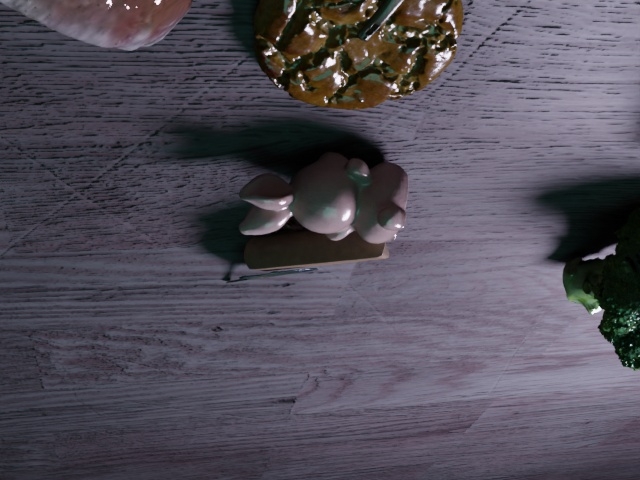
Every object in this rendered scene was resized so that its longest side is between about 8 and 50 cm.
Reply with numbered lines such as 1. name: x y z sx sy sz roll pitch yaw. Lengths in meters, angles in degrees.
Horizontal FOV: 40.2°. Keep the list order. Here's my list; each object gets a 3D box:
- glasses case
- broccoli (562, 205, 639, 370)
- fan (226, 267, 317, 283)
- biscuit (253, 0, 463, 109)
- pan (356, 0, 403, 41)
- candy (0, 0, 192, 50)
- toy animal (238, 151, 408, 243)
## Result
1. glasses case: 0.000 0.000 1.215 0.194 0.070 0.102 -6 175 12
2. broccoli: 0.500 0.070 1.350 0.270 0.269 0.270 18 172 -39
3. fan: -0.083 0.052 1.284 0.113 0.005 0.175 -3 173 -44
4. biscuit: 0.041 -0.207 0.891 0.226 0.042 0.226 -6 150 -4
5. pan: 0.119 -0.251 0.778 0.129 0.048 0.201 -2 136 -17
6. candy: -0.184 -0.250 0.573 0.157 0.214 0.290 -34 143 27
7. toy animal: 0.003 -0.061 1.083 0.213 0.124 0.124 9 147 -14
